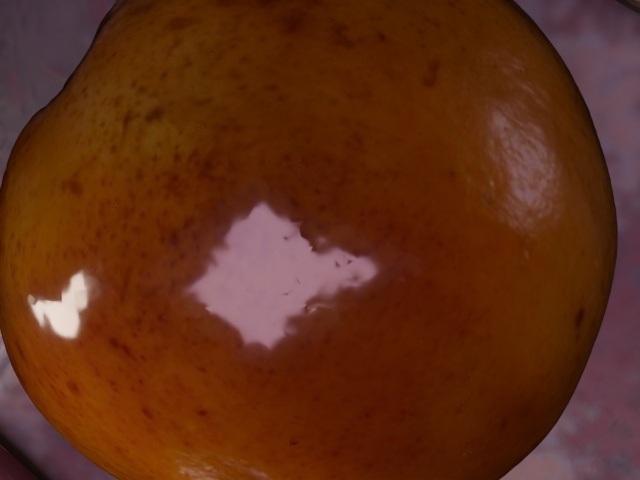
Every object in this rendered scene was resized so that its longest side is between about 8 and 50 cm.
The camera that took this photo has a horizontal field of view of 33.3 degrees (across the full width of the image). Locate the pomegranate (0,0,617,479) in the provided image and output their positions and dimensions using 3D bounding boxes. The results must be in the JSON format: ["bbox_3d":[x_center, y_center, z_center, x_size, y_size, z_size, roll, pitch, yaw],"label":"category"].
[{"bbox_3d":[0.000,0.000,0.461,0.264,0.264,0.264,0,106,1],"label":"pomegranate"}]

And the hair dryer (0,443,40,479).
[{"bbox_3d":[-0.229,0.170,0.620,0.154,0.054,0.106,-38,107,22],"label":"hair dryer"}]

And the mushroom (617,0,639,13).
[{"bbox_3d":[0.217,-0.116,0.502,0.210,0.072,0.094,24,108,-9],"label":"mushroom"}]
